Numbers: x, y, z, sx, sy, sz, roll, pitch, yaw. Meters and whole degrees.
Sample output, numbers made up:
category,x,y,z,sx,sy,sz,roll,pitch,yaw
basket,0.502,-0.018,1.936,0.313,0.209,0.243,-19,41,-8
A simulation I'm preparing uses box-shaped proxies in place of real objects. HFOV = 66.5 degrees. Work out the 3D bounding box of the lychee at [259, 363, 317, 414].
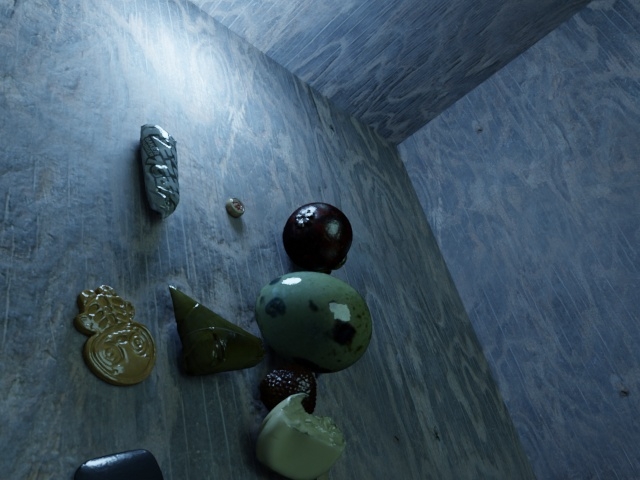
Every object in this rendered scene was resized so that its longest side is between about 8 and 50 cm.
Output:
category,x,y,z,sx,sy,sz,roll,pitch,yaw
lychee,-0.097,0.494,1.585,0.194,0.194,0.194,36,35,-30

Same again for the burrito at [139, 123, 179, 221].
category,x,y,z,sx,sy,sz,roll,pitch,yaw
burrito,-0.560,-0.231,1.720,0.139,0.101,0.445,26,38,-49

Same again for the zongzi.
category,x,y,z,sx,sy,sz,roll,pitch,yaw
zongzi,-0.325,0.268,1.531,0.274,0.145,0.300,12,44,-56

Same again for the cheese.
category,x,y,z,sx,sy,sz,roll,pitch,yaw
cheese,-0.060,0.599,1.466,0.266,0.233,0.127,36,4,-27

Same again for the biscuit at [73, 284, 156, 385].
category,x,y,z,sx,sy,sz,roll,pitch,yaw
biscuit,-0.550,0.251,1.311,0.202,0.044,0.288,-7,68,-57

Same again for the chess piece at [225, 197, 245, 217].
category,x,y,z,sx,sy,sz,roll,pitch,yaw
chess piece,-0.349,-0.135,1.995,0.084,0.038,0.083,35,37,-32

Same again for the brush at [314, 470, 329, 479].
category,x,y,z,sx,sy,sz,roll,pitch,yaw
brush,-0.011,0.790,1.549,0.070,0.065,0.327,33,45,-44

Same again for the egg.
category,x,y,z,sx,sy,sz,roll,pitch,yaw
egg,-0.026,0.282,1.727,0.428,0.345,0.345,25,35,-6

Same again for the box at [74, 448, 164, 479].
category,x,y,z,sx,sy,sz,roll,pitch,yaw
box,-0.442,0.574,1.094,0.201,0.042,0.212,11,30,-48

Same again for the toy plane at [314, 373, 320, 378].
category,x,y,z,sx,sy,sz,roll,pitch,yaw
toy plane,0.006,0.438,1.901,0.212,0.088,0.267,44,39,-17

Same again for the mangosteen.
category,x,y,z,sx,sy,sz,roll,pitch,yaw
mangosteen,0.000,0.000,2.128,0.359,0.306,0.306,52,22,-51
